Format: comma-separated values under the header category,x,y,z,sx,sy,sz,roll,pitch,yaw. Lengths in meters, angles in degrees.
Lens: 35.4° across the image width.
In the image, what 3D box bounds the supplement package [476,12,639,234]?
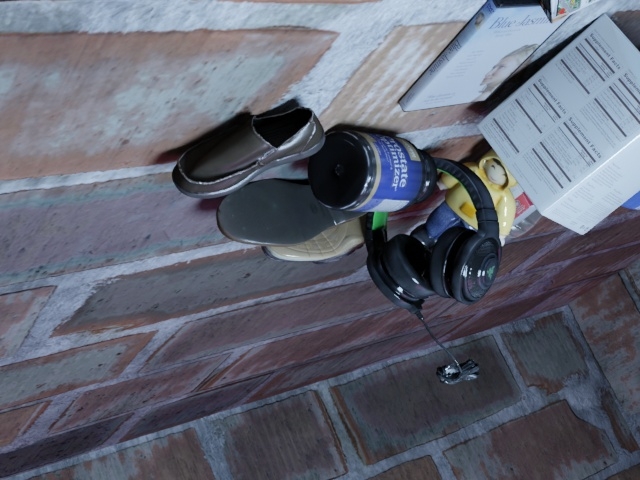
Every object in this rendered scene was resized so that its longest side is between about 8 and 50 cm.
category,x,y,z,sx,sy,sz,roll,pitch,yaw
supplement package,0.436,-0.178,1.605,0.262,0.198,0.199,-41,152,20

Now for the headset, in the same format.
category,x,y,z,sx,sy,sz,roll,pitch,yaw
headset,0.213,0.052,1.753,0.243,0.394,0.185,-9,173,37

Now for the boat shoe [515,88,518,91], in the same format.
category,x,y,z,sx,sy,sz,roll,pitch,yaw
boat shoe,0.336,-0.224,1.692,0.048,0.042,0.133,-10,156,-33

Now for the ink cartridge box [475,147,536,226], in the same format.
category,x,y,z,sx,sy,sz,roll,pitch,yaw
ink cartridge box,0.353,-0.103,1.916,0.056,0.135,0.099,-15,161,-39

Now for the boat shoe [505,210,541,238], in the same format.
category,x,y,z,sx,sy,sz,roll,pitch,yaw
boat shoe,0.460,-0.138,2.033,0.324,0.123,0.116,-36,-165,8

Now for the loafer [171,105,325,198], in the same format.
category,x,y,z,sx,sy,sz,roll,pitch,yaw
loafer,-0.098,-0.130,1.336,0.220,0.080,0.078,-26,154,-14

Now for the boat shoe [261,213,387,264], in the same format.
category,x,y,z,sx,sy,sz,roll,pitch,yaw
boat shoe,0.000,0.000,1.800,0.285,0.103,0.092,-16,157,-44

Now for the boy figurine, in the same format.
category,x,y,z,sx,sy,sz,roll,pitch,yaw
boy figurine,0.293,-0.068,1.872,0.092,0.177,0.285,-27,163,-46

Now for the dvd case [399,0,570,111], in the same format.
category,x,y,z,sx,sy,sz,roll,pitch,yaw
dvd case,0.247,-0.273,1.454,0.180,0.022,0.253,-12,159,-35

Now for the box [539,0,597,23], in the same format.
category,x,y,z,sx,sy,sz,roll,pitch,yaw
box,0.327,-0.359,1.245,0.114,0.036,0.207,-26,157,4

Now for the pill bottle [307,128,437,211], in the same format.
category,x,y,z,sx,sy,sz,roll,pitch,yaw
pill bottle,0.089,-0.105,1.565,0.122,0.123,0.219,-36,160,32

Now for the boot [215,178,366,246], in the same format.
category,x,y,z,sx,sy,sz,roll,pitch,yaw
boot,-0.056,-0.037,1.620,0.305,0.112,0.115,-12,170,-42

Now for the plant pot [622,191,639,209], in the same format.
category,x,y,z,sx,sy,sz,roll,pitch,yaw
plant pot,0.617,-0.198,1.817,0.236,0.212,0.236,-20,164,-41
